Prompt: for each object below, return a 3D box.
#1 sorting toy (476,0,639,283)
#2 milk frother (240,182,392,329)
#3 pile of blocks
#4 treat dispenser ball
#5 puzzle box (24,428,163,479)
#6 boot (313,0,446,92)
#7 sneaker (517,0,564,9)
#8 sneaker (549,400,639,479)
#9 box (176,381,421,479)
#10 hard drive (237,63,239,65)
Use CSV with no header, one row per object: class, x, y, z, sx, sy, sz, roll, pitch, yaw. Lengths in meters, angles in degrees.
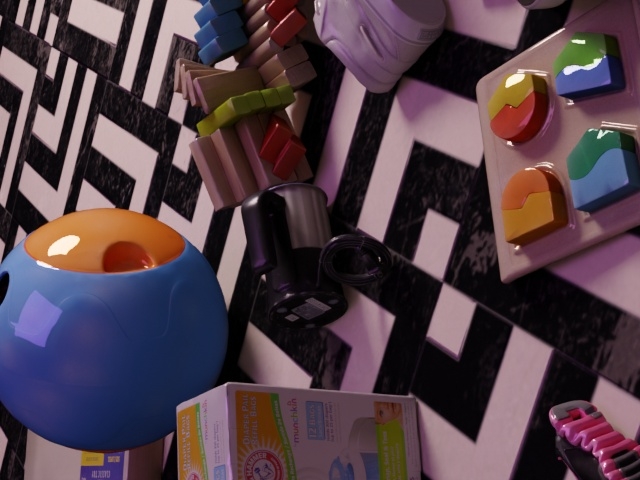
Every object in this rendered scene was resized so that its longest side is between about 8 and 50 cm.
sorting toy,0.196,-0.084,0.973,0.208,0.038,0.193,-33,54,51
milk frother,0.000,0.000,1.236,0.143,0.129,0.135,-16,61,9
pile of blocks,-0.073,-0.215,1.343,0.112,0.149,0.362,-28,58,53
treat dispenser ball,-0.252,0.105,1.414,0.288,0.288,0.288,-23,63,55
puzzle box,-0.334,0.324,1.717,0.409,0.052,0.272,-17,67,56
boot,0.015,-0.271,1.210,0.258,0.095,0.123,58,139,16
sneaker,0.223,-0.240,0.941,0.290,0.123,0.106,-124,22,-72
sneaker,0.211,0.170,0.885,0.119,0.047,0.057,-131,37,-54
box,-0.020,0.199,1.088,0.103,0.203,0.114,-30,57,52
hard drive,-0.106,-0.144,1.500,0.135,0.022,0.094,-61,36,29
